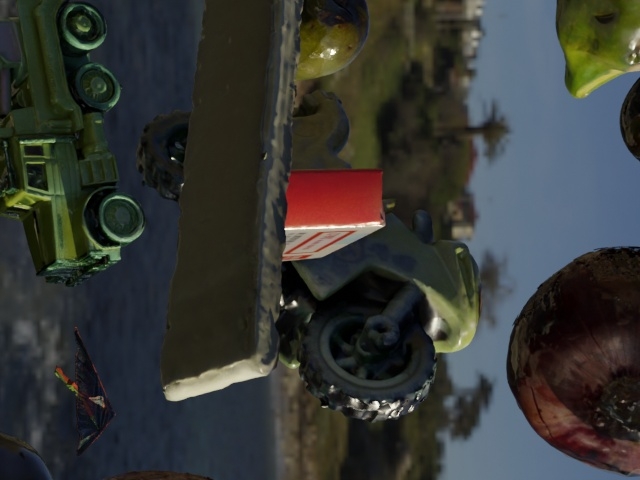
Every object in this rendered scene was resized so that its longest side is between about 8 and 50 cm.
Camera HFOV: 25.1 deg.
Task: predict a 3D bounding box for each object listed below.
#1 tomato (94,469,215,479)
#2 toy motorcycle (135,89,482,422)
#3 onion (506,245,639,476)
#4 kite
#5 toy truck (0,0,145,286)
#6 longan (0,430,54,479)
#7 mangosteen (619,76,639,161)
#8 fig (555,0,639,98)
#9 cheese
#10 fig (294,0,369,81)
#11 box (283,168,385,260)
[{"bbox_3d":[-0.190,0.353,1.720,0.237,0.237,0.095,-84,174,-80],"label":"tomato"},{"bbox_3d":[0.000,0.000,1.400,0.410,0.237,0.168,49,-45,28],"label":"toy motorcycle"},{"bbox_3d":[0.321,0.120,1.472,0.219,0.252,0.252,-42,133,-64],"label":"onion"},{"bbox_3d":[-0.315,0.207,1.932,0.159,0.010,0.190,45,32,-56],"label":"kite"},{"bbox_3d":[-0.256,-0.088,1.293,0.128,0.135,0.259,-27,-104,53],"label":"toy truck"},{"bbox_3d":[-0.402,0.327,1.611,0.248,0.248,0.248,-1,90,-89],"label":"longan"},{"bbox_3d":[0.382,-0.126,1.519,0.151,0.137,0.137,-45,138,-59],"label":"mangosteen"},{"bbox_3d":[0.368,-0.281,1.793,0.275,0.206,0.206,126,-30,-51],"label":"fig"},{"bbox_3d":[-0.053,-0.083,0.941,0.034,0.085,0.400,40,44,-42],"label":"cheese"},{"bbox_3d":[0.000,-0.276,2.008,0.185,0.127,0.133,104,-16,-52],"label":"fig"},{"bbox_3d":[-0.034,-0.018,1.165,0.229,0.123,0.050,148,-63,-75],"label":"box"}]
